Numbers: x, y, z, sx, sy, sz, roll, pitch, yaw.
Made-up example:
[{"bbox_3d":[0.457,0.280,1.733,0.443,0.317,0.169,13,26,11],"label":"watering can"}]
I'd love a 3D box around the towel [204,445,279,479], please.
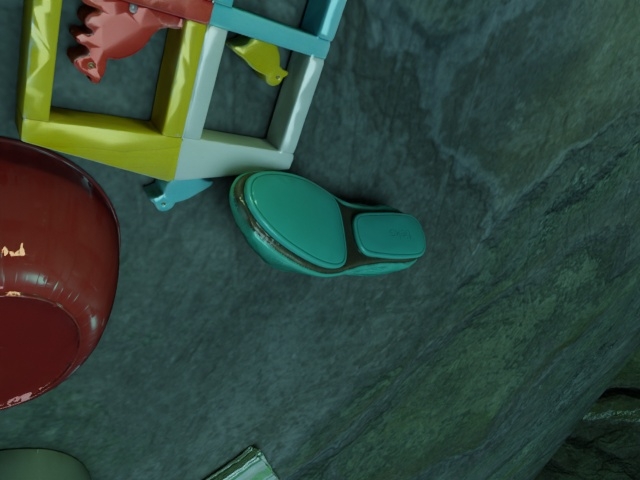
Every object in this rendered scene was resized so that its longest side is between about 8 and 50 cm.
[{"bbox_3d":[-0.117,0.355,0.698,0.113,0.023,0.152,-29,139,-14],"label":"towel"}]

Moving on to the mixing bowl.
[{"bbox_3d":[-0.205,0.039,0.303,0.181,0.098,0.182,-21,134,-24],"label":"mixing bowl"}]

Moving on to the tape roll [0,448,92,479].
[{"bbox_3d":[-0.314,0.293,0.442,0.219,0.072,0.219,-22,135,-24],"label":"tape roll"}]

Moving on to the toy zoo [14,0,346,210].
[{"bbox_3d":[-0.072,-0.149,0.308,0.192,0.030,0.294,0,122,-40],"label":"toy zoo"}]

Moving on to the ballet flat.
[{"bbox_3d":[0.000,0.000,0.449,0.087,0.083,0.247,-23,160,38],"label":"ballet flat"}]
